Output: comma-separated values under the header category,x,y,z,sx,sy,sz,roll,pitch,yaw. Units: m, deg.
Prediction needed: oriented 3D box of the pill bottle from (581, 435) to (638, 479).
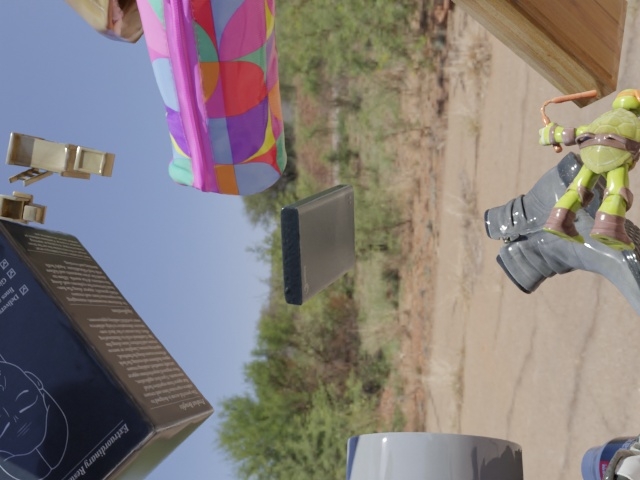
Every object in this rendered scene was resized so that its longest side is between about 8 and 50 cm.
category,x,y,z,sx,sy,sz,roll,pitch,yaw
pill bottle,0.483,0.350,0.987,0.180,0.108,0.108,131,141,-65

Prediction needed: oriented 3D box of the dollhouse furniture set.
category,x,y,z,sx,sy,sz,roll,pitch,yaw
dollhouse furniture set,-0.452,-0.092,1.165,0.101,0.182,0.160,-13,-64,-81

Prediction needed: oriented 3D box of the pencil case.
category,x,y,z,sx,sy,sz,roll,pitch,yaw
pencil case,-0.078,-0.139,0.454,0.104,0.104,0.236,-91,-3,-46

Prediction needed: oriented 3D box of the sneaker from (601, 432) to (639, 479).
category,x,y,z,sx,sy,sz,roll,pitch,yaw
sneaker,0.377,0.291,0.685,0.331,0.146,0.122,-6,-73,-51

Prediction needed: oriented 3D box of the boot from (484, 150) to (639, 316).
category,x,y,z,sx,sy,sz,roll,pitch,yaw
boot,0.436,0.035,1.127,0.223,0.118,0.338,-43,50,34

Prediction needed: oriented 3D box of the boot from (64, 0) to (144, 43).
category,x,y,z,sx,sy,sz,roll,pitch,yaw
boot,-0.251,-0.254,0.536,0.089,0.269,0.236,-47,-2,-30

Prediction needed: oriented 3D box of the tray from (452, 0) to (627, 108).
category,x,y,z,sx,sy,sz,roll,pitch,yaw
tray,0.299,-0.400,0.985,0.076,0.411,0.202,-27,38,55

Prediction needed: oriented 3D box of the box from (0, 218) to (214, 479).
category,x,y,z,sx,sy,sz,roll,pitch,yaw
box,-0.413,0.213,0.974,0.395,0.293,0.212,48,-175,14

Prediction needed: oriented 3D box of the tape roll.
category,x,y,z,sx,sy,sz,roll,pitch,yaw
tape roll,0.142,0.293,0.824,0.219,0.219,0.072,90,-176,-66

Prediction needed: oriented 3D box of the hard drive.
category,x,y,z,sx,sy,sz,roll,pitch,yaw
hard drive,0.000,0.000,0.663,0.135,0.022,0.094,-29,-60,-61

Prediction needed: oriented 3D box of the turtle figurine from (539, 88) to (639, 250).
category,x,y,z,sx,sy,sz,roll,pitch,yaw
turtle figurine,0.369,-0.100,0.802,0.087,0.270,0.217,27,-99,-47
